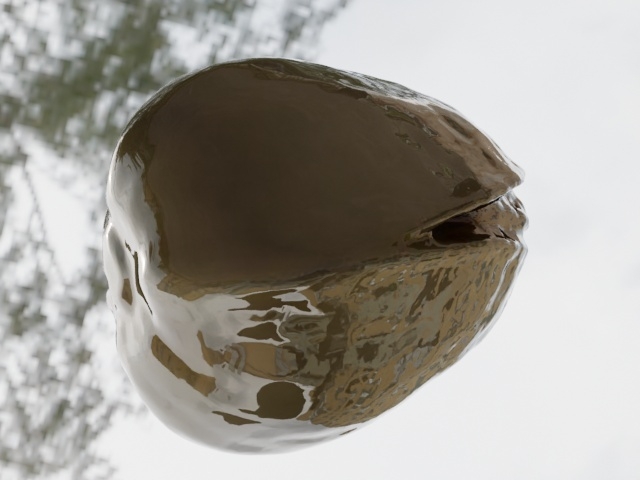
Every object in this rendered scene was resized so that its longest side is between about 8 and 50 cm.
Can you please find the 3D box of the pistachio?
[{"bbox_3d":[0.000,0.000,0.519,0.149,0.113,0.113,-18,-126,-46],"label":"pistachio"}]
